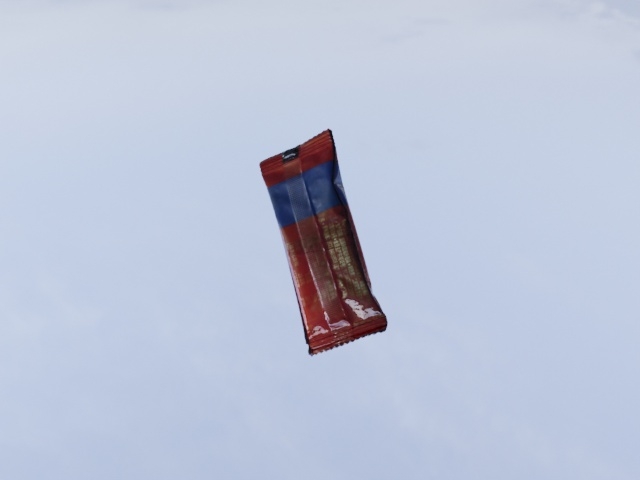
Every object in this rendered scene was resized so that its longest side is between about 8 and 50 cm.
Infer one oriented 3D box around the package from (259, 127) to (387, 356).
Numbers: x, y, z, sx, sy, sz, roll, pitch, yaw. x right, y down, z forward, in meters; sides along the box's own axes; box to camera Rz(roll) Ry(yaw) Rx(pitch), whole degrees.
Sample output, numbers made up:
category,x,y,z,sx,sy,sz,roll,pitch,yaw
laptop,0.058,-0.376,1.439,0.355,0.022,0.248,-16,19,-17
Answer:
category,x,y,z,sx,sy,sz,roll,pitch,yaw
package,0.000,0.000,0.696,0.083,0.200,0.022,-21,164,20
